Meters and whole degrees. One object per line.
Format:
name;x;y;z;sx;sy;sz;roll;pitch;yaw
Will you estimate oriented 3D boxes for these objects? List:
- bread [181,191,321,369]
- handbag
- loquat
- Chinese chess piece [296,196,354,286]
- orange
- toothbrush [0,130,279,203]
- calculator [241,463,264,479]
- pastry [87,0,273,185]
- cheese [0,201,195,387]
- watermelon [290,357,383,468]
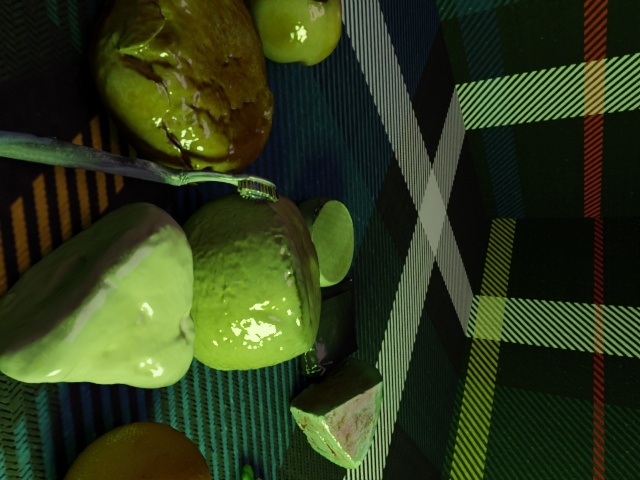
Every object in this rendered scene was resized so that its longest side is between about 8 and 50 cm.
bread;-0.125;0.072;0.780;0.320;0.237;0.321;-2;90;-82
handbag;0.027;0.223;1.166;0.247;0.080;0.223;-12;100;-58
loquat;-0.056;-0.463;0.911;0.213;0.213;0.213;-2;92;-58
Chinese chess piece;0.000;0.000;1.107;0.237;0.092;0.238;-5;96;-58
orange;-0.253;0.356;0.605;0.206;0.206;0.206;-2;92;-58
toothbrush;-0.246;-0.099;0.598;0.413;0.035;0.042;7;49;-28
calculator;-0.115;0.584;0.901;0.146;0.032;0.235;88;-17;-84
pastry;-0.201;-0.268;0.713;0.356;0.163;0.356;7;82;-58
cheese;-0.266;0.079;0.601;0.251;0.173;0.248;45;63;-48
watermelon;0.035;0.408;1.085;0.201;0.213;0.262;31;72;-25
